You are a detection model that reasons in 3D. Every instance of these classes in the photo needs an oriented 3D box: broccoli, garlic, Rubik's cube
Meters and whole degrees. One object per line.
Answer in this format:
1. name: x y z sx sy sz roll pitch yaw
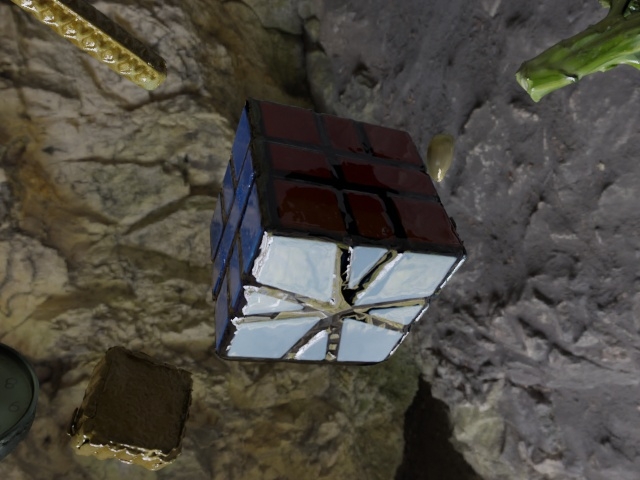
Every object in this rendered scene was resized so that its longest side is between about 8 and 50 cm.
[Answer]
1. broccoli: 0.648 -0.386 1.088 0.353 0.397 0.275 31 155 54
2. garlic: 0.193 -0.140 0.844 0.083 0.041 0.053 -65 -34 -28
3. Rubik's cube: 0.000 0.000 0.799 0.283 0.293 0.288 -101 25 -44

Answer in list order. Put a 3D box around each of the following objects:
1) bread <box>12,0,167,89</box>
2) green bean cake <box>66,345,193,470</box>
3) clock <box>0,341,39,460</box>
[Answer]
1. bread: -0.461 -0.423 1.070 0.367 0.084 0.077 30 -166 -50
2. green bean cake: -0.406 0.366 1.164 0.131 0.224 0.230 -41 33 36
3. clock: -0.477 0.199 0.666 0.226 0.226 0.049 -114 43 -60
